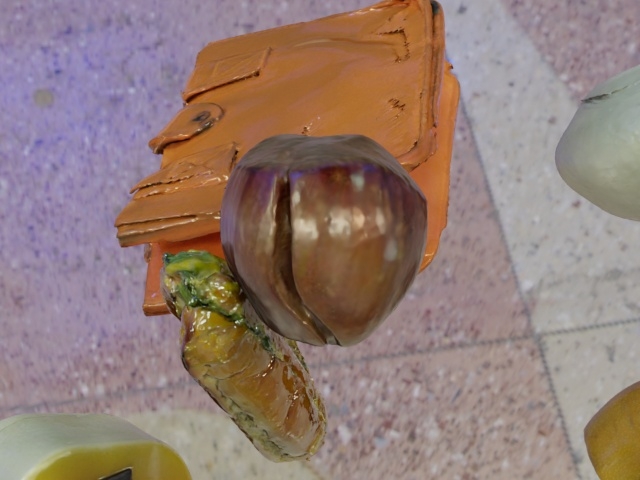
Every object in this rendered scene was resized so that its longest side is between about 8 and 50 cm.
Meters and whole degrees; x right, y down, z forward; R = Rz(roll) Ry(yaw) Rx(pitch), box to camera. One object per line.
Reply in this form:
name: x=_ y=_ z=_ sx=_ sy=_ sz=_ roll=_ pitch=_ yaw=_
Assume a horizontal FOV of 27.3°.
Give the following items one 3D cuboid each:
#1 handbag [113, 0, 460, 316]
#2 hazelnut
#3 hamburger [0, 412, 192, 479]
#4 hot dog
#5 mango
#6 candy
handbag: x=-0.020 y=-0.100 z=1.298 sx=0.303 sy=0.116 sz=0.410 roll=-9 pitch=31 yaw=14
hazelnut: x=0.000 y=0.000 z=0.867 sx=0.143 sy=0.143 sz=0.154 roll=-40 pitch=31 yaw=-23
hamburger: x=-0.266 y=0.293 z=1.367 sx=0.151 sy=0.295 sz=0.227 roll=-4 pitch=81 yaw=36
hot dog: x=-0.053 y=0.095 z=1.000 sx=0.072 sy=0.269 sz=0.115 roll=-19 pitch=60 yaw=5
mango: x=0.458 y=0.206 z=1.506 sx=0.144 sy=0.359 sz=0.187 roll=46 pitch=55 yaw=-25
candy: x=0.384 y=-0.107 z=1.364 sx=0.295 sy=0.295 sz=0.185 roll=-27 pitch=93 yaw=-19
